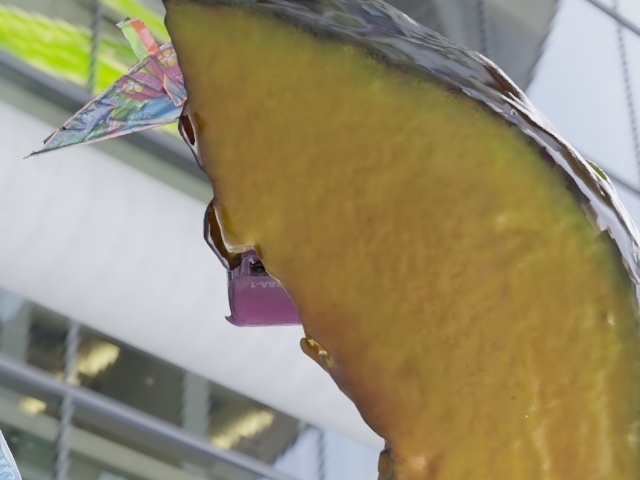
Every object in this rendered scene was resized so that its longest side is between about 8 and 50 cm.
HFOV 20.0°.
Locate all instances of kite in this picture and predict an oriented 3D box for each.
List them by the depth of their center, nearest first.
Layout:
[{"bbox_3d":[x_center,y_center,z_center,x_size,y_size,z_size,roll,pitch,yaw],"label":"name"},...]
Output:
[{"bbox_3d":[-0.130,-0.126,1.439,0.241,0.183,0.014,-36,-115,-2],"label":"kite"}]

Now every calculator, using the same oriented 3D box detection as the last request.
[{"bbox_3d":[0.000,0.000,1.188,0.190,0.127,0.034,-96,-178,-58],"label":"calculator"}]

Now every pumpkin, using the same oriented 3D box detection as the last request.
[{"bbox_3d":[0.064,0.034,0.652,0.148,0.169,0.312,-7,-80,24],"label":"pumpkin"}]

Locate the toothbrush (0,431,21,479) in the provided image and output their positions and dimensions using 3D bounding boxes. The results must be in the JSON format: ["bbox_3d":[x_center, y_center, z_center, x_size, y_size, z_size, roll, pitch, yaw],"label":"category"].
[{"bbox_3d":[-0.146,0.122,0.857,0.017,0.014,0.162,139,-65,-84],"label":"toothbrush"}]

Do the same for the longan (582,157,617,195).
[{"bbox_3d":[0.120,-0.008,0.926,0.083,0.075,0.075,11,-104,65],"label":"longan"}]
